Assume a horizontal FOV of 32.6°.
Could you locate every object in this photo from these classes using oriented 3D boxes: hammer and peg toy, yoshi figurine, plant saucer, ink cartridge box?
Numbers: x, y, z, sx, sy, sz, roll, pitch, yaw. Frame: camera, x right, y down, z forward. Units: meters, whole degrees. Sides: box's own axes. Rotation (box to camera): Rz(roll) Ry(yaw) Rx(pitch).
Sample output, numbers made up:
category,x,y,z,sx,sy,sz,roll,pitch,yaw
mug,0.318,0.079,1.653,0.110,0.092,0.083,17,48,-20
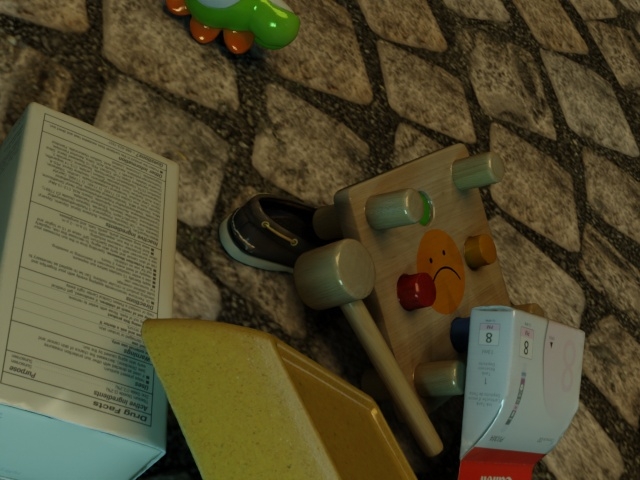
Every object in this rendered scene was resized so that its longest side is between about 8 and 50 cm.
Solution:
category,x,y,z,sx,sy,sz,roll,pitch,yaw
hammer and peg toy,0.094,0.058,1.161,0.361,0.127,0.266,-26,102,-51
yoshi figurine,-0.142,-0.397,1.334,0.362,0.203,0.204,41,32,-13
plant saucer,0.022,0.218,0.890,0.333,0.081,0.332,60,11,31
ink cartridge box,0.210,0.195,1.137,0.189,0.066,0.233,19,71,-54

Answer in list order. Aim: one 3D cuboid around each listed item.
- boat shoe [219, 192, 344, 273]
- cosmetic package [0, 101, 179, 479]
category,x,y,z,sx,sy,sz,roll,pitch,yaw
boat shoe,0.000,0.000,1.218,0.227,0.068,0.081,11,50,-37
cosmetic package,-0.217,0.047,0.939,0.160,0.113,0.310,23,45,-27
